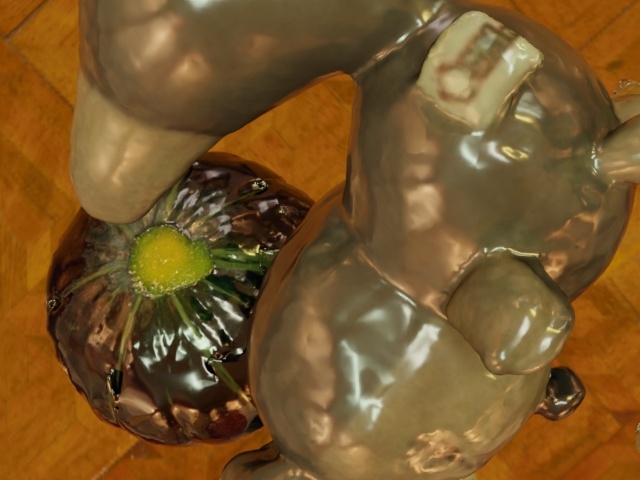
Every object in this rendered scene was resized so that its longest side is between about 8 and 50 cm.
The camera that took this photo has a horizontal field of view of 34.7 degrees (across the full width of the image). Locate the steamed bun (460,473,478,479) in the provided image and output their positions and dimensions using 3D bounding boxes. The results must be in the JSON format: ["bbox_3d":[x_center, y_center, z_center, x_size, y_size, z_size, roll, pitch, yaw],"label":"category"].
[{"bbox_3d":[0.099,0.341,1.197,0.232,0.166,0.273,-24,124,-33],"label":"steamed bun"}]

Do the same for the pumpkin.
[{"bbox_3d":[-0.117,0.066,1.020,0.296,0.296,0.295,-3,107,-11],"label":"pumpkin"}]

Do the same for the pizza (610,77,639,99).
[{"bbox_3d":[0.350,-0.093,0.955,0.181,0.262,0.034,30,98,11],"label":"pizza"}]

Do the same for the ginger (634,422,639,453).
[{"bbox_3d":[0.337,0.187,0.930,0.104,0.204,0.080,6,71,9],"label":"ginger"}]

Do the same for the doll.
[{"bbox_3d":[0.012,-0.014,0.652,0.379,0.252,0.382,42,122,12],"label":"doll"}]
